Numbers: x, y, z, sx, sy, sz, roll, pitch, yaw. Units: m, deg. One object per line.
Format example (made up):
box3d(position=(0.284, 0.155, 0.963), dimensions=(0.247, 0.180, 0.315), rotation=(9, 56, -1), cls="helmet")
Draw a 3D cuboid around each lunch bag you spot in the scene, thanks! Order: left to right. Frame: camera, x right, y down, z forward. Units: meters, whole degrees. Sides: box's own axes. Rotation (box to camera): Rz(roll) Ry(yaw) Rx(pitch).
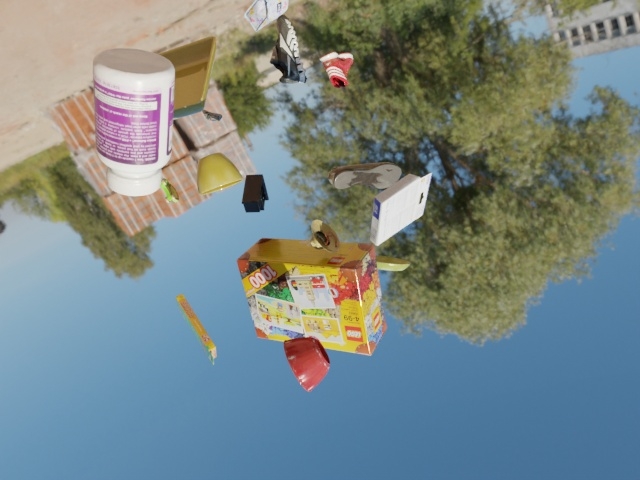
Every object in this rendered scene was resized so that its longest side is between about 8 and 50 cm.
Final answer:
box3d(position=(-0.107, -0.483, 1.125), dimensions=(0.083, 0.053, 0.071), rotation=(-27, -163, 52), cls="lunch bag")

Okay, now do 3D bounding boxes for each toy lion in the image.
box3d(position=(-0.556, -0.185, 1.998), dimensions=(0.034, 0.100, 0.096), rotation=(-26, -163, 7), cls="toy lion")

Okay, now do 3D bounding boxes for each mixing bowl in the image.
box3d(position=(-0.032, 0.379, 1.735), dimensions=(0.098, 0.181, 0.181), rotation=(-29, -162, 7), cls="mixing bowl")

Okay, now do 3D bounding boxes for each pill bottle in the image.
box3d(position=(-0.419, -0.258, 1.220), dimensions=(0.169, 0.301, 0.169), rotation=(10, -146, -7), cls="pill bottle")

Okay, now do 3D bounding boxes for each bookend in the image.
box3d(position=(-0.268, -0.165, 2.247), dimensions=(0.072, 0.156, 0.157), rotation=(-2, -128, 5), cls="bookend")

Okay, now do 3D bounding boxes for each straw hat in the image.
box3d(position=(0.000, 0.000, 1.918), dimensions=(0.061, 0.144, 0.144), rotation=(-37, -169, 31), cls="straw hat")

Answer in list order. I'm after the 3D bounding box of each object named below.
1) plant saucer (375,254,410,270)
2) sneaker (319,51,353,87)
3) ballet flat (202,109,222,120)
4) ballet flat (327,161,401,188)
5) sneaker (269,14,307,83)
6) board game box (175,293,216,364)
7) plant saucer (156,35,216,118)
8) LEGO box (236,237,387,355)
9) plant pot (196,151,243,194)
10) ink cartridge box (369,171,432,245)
box3d(position=(0.278, 0.100, 2.407), dimensions=(0.241, 0.037, 0.241), rotation=(6, -174, -1), cls="plant saucer")
box3d(position=(0.073, -0.637, 2.049), dimensions=(0.087, 0.128, 0.221), rotation=(-13, -172, 33), cls="sneaker")
box3d(position=(-0.498, -0.565, 2.457), dimensions=(0.114, 0.041, 0.041), rotation=(20, -140, 23), cls="ballet flat")
box3d(position=(0.124, -0.186, 1.525), dimensions=(0.250, 0.084, 0.058), rotation=(-10, -144, -33), cls="ballet flat")
box3d(position=(-0.124, -0.630, 1.802), dimensions=(0.106, 0.234, 0.078), rotation=(-17, -171, -12), cls="sneaker")
box3d(position=(-0.441, 0.320, 1.945), dimensions=(0.039, 0.259, 0.124), rotation=(-27, 160, -21), cls="board game box")
box3d(position=(-0.502, -0.521, 1.851), dimensions=(0.333, 0.081, 0.332), rotation=(-10, -125, 20), cls="plant saucer")
box3d(position=(-0.029, 0.203, 2.070), dimensions=(0.500, 0.372, 0.193), rotation=(3, -152, 28), cls="LEGO box")
box3d(position=(-0.299, -0.196, 1.551), dimensions=(0.134, 0.095, 0.134), rotation=(-19, -175, 2), cls="plant pot")
box3d(position=(0.264, -0.114, 1.803), dimensions=(0.224, 0.223, 0.045), rotation=(-32, -122, -23), cls="ink cartridge box")
